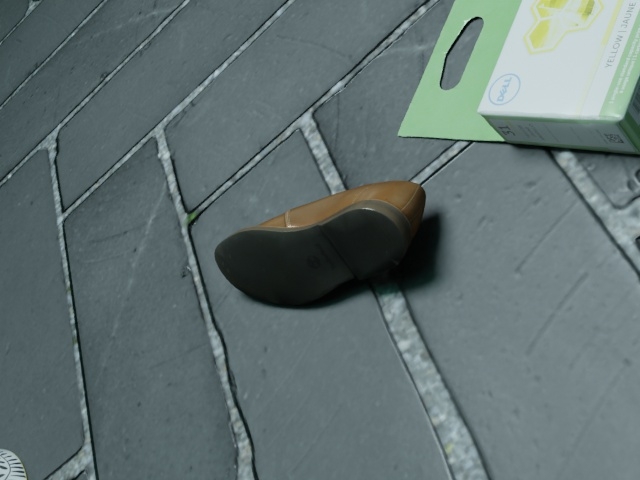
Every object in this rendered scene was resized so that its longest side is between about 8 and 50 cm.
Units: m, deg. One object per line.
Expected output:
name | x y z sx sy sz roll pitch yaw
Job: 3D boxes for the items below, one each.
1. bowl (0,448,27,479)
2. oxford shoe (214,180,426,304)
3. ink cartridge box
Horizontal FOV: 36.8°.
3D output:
bowl | -0.369 0.272 0.928 0.170 0.080 0.170 -24 49 31
oxford shoe | 0.000 0.000 0.788 0.212 0.076 0.076 -13 25 40
ink cartridge box | 0.163 -0.157 0.737 0.235 0.056 0.171 12 73 45
